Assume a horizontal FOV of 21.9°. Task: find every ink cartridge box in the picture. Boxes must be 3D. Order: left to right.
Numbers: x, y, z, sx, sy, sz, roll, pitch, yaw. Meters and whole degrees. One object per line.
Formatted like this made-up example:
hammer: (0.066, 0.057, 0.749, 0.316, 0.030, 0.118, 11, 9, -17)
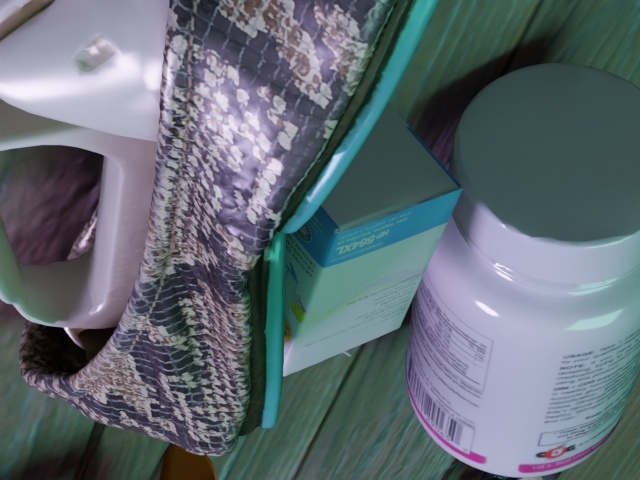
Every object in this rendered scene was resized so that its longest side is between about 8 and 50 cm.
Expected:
ink cartridge box: (0.000, 0.000, 0.927, 0.090, 0.092, 0.143, -20, 147, -33)

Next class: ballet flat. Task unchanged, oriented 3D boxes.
ballet flat: (-0.068, -0.046, 0.695, 0.182, 0.164, 0.483, 7, 147, -10)

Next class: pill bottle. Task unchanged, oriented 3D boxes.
pill bottle: (0.142, 0.025, 1.073, 0.160, 0.160, 0.283, -30, 153, -19)

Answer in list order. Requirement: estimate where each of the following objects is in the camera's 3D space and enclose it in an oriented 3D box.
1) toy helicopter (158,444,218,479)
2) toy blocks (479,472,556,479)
toy helicopter: (-0.180, 0.268, 1.124, 0.235, 0.140, 0.355, -32, 165, -34)
toy blocks: (0.142, 0.379, 1.627, 0.288, 0.309, 0.260, -28, -173, 2)
